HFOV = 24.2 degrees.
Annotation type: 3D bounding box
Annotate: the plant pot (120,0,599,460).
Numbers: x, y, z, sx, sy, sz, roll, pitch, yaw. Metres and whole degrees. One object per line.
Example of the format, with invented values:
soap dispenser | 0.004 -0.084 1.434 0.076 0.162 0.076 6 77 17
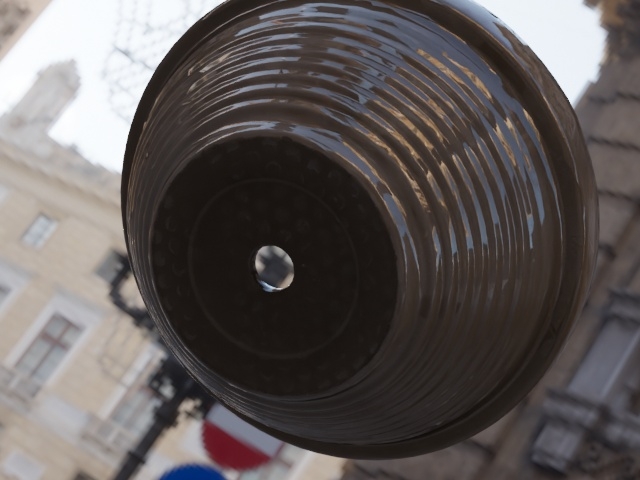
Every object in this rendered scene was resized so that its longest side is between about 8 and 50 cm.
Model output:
plant pot | 0.000 0.000 0.675 0.237 0.110 0.237 6 -73 20
